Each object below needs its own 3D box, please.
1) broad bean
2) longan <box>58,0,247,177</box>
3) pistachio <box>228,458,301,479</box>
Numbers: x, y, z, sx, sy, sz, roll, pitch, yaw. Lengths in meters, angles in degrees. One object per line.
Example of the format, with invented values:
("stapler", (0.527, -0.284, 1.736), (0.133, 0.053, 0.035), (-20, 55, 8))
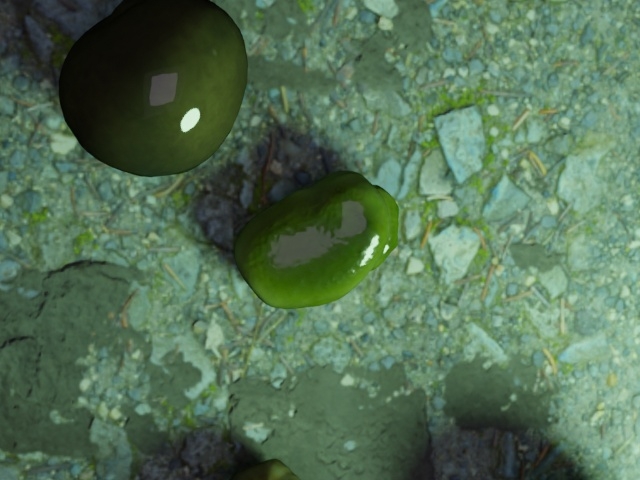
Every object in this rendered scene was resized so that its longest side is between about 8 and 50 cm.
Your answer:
("broad bean", (0.000, 0.000, 1.170), (0.174, 0.082, 0.124), (-36, 102, 4))
("longan", (-0.156, -0.149, 1.074), (0.189, 0.189, 0.189), (-1, 96, -12))
("pistachio", (-0.060, 0.321, 1.175), (0.124, 0.124, 0.185), (3, 112, -12))
